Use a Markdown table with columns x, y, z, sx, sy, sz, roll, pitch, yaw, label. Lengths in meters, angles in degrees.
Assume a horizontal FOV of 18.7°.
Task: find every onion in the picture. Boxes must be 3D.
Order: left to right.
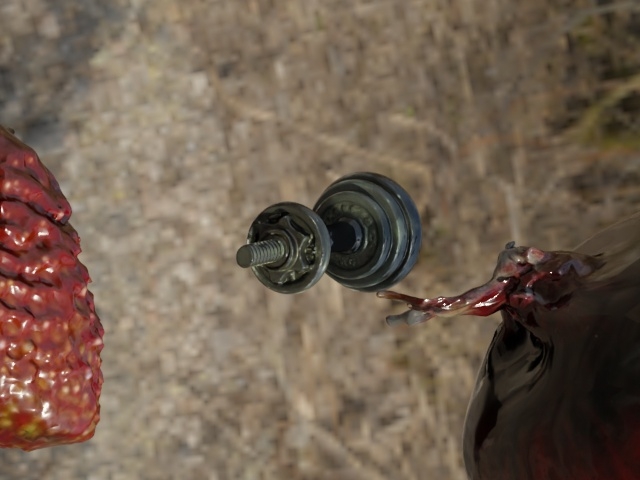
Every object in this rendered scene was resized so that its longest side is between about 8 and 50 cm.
| x | y | z | sx | sy | sz | roll | pitch | yaw | label |
| --- | --- | --- | --- | --- | --- | --- | --- | --- | --- |
| 0.186 | 0.071 | 1.212 | 0.285 | 0.273 | 0.273 | 41 | 41 | -14 | onion |

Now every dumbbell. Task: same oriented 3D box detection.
| x | y | z | sx | sy | sz | roll | pitch | yaw | label |
| --- | --- | --- | --- | --- | --- | --- | --- | --- | --- |
| 0.000 | 0.000 | 1.673 | 0.254 | 0.110 | 0.110 | -10 | 91 | -61 | dumbbell |

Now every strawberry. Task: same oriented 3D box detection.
| x | y | z | sx | sy | sz | roll | pitch | yaw | label |
| --- | --- | --- | --- | --- | --- | --- | --- | --- | --- |
| -0.338 | 0.045 | 1.701 | 0.292 | 0.292 | 0.343 | 42 | 15 | -50 | strawberry |
